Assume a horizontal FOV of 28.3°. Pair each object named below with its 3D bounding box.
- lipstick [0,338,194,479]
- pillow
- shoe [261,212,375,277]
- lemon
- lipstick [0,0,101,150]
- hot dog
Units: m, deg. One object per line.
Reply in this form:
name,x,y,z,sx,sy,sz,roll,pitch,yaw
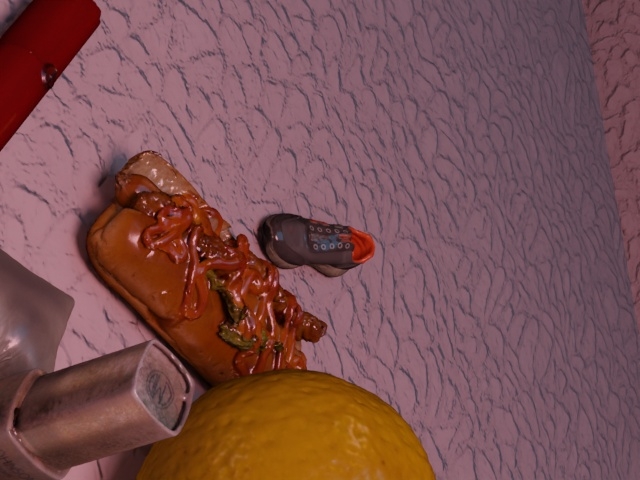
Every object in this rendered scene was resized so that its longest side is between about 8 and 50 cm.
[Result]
lipstick,-0.220,0.146,1.009,0.079,0.253,0.077,51,35,-29
pillow,-0.310,0.043,1.075,0.254,0.078,0.144,42,27,-36
shoe,-0.001,0.000,1.641,0.194,0.077,0.074,18,60,-56
lemon,-0.033,0.287,1.206,0.336,0.336,0.336,36,45,-47
lipstick,-0.296,-0.160,1.234,0.073,0.073,0.280,56,34,-27
hot dog,-0.112,0.055,1.380,0.349,0.117,0.158,52,36,-32
